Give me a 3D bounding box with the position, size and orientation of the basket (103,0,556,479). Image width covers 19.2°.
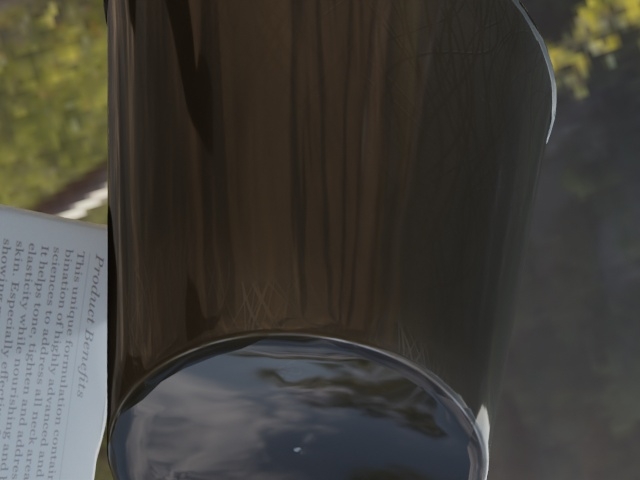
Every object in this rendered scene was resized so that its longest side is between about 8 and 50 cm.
[{"bbox_3d":[0.000,0.000,0.708,0.204,0.227,0.154,29,128,-22],"label":"basket"}]

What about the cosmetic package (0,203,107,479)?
[{"bbox_3d":[-0.413,0.115,1.538,0.327,0.329,0.393,5,176,30],"label":"cosmetic package"}]
